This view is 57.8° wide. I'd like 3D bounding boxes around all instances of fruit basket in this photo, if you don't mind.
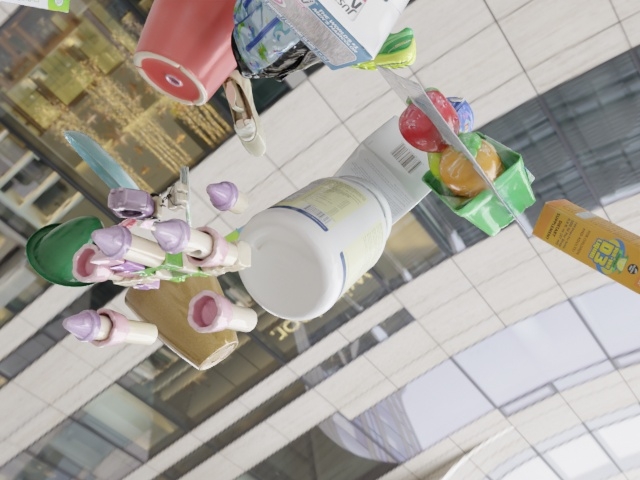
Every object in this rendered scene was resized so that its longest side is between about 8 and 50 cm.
[{"bbox_3d":[0.254,-0.192,1.108,0.165,0.353,0.327,-35,-158,7],"label":"fruit basket"}]

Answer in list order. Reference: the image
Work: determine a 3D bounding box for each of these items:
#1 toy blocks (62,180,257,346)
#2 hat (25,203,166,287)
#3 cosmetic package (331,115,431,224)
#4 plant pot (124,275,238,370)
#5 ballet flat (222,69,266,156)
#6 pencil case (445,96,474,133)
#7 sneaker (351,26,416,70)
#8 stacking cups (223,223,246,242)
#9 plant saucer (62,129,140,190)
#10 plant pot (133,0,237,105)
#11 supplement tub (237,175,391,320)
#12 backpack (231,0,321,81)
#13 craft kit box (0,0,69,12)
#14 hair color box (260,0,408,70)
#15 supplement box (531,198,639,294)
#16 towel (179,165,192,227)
[{"bbox_3d":[-0.290,0.010,0.956,0.289,0.260,0.309,-12,-109,25],"label":"toy blocks"},{"bbox_3d":[-0.481,-0.029,1.202,0.183,0.173,0.208,-49,180,33],"label":"hat"},{"bbox_3d":[0.124,-0.117,1.470,0.155,0.197,0.365,-42,180,-34],"label":"cosmetic package"},{"bbox_3d":[-0.327,0.194,1.481,0.237,0.254,0.237,-36,164,-12],"label":"plant pot"},{"bbox_3d":[-0.220,-0.354,1.625,0.086,0.248,0.086,-16,-175,2],"label":"ballet flat"},{"bbox_3d":[0.319,-0.294,1.513,0.306,0.119,0.133,-43,158,-55],"label":"pencil case"},{"bbox_3d":[0.148,-0.561,1.673,0.295,0.109,0.123,12,-85,34],"label":"sneaker"},{"bbox_3d":[-0.235,-0.027,1.911,0.316,0.096,0.096,-36,-154,-12],"label":"stacking cups"},{"bbox_3d":[-0.621,-0.205,1.698,0.044,0.317,0.317,-45,-153,-16],"label":"plant saucer"},{"bbox_3d":[-0.310,-0.484,1.414,0.275,0.275,0.243,0,-118,53],"label":"plant pot"},{"bbox_3d":[0.000,0.000,1.233,0.235,0.235,0.325,-21,-171,36],"label":"supplement tub"},{"bbox_3d":[-0.021,-0.465,1.135,0.290,0.273,0.355,-26,-156,-14],"label":"backpack"},{"bbox_3d":[-0.661,-0.501,1.097,0.247,0.250,0.061,-20,130,-62],"label":"craft kit box"},{"bbox_3d":[0.066,-0.414,0.742,0.105,0.174,0.347,9,-114,58],"label":"hair color box"},{"bbox_3d":[0.518,0.008,1.069,0.233,0.080,0.078,36,-59,37],"label":"supplement box"},{"bbox_3d":[-0.331,-0.095,1.426,0.023,0.152,0.113,-2,-123,-10],"label":"towel"}]
